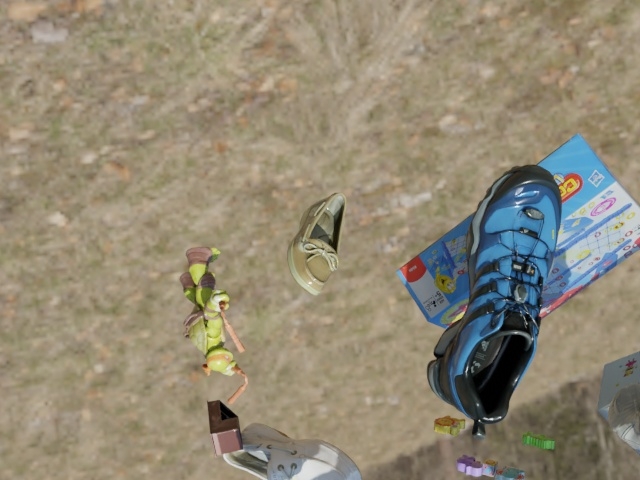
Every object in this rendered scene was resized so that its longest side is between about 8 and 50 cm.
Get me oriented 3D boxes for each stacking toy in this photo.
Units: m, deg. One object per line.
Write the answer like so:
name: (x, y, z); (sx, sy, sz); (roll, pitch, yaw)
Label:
stacking toy: (0.310, 0.420, 2.021); (0.221, 0.167, 0.052); (8, -162, 26)

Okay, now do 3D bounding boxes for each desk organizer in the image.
desk organizer: (-0.169, 0.326, 1.955); (0.050, 0.047, 0.130); (-11, -161, -5)

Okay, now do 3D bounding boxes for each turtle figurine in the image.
turtle figurine: (-0.179, 0.134, 1.776); (0.087, 0.217, 0.269); (-12, 145, -7)

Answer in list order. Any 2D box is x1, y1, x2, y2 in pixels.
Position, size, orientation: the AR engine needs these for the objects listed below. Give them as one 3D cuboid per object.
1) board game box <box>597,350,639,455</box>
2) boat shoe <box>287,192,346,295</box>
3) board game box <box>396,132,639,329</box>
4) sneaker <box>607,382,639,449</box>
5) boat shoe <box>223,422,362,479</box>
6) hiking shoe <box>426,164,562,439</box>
board game box: (0.547, 0.256, 1.456); (0.224, 0.303, 0.097); (-30, -158, 38)
boat shoe: (0.002, 0.001, 1.280); (0.048, 0.056, 0.153); (-40, -161, 32)
board game box: (0.300, 0.015, 1.552); (0.302, 0.086, 0.308); (-39, 153, 15)
sneaker: (0.385, 0.196, 1.211); (0.086, 0.085, 0.237); (20, 175, 1)
boat shoe: (-0.054, 0.395, 1.912); (0.277, 0.098, 0.096); (7, -153, 41)
hiking shoe: (0.221, 0.067, 1.266); (0.113, 0.304, 0.132); (11, -169, -17)
